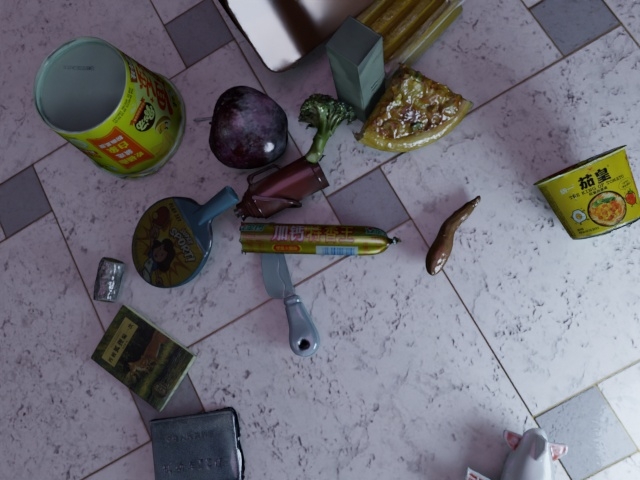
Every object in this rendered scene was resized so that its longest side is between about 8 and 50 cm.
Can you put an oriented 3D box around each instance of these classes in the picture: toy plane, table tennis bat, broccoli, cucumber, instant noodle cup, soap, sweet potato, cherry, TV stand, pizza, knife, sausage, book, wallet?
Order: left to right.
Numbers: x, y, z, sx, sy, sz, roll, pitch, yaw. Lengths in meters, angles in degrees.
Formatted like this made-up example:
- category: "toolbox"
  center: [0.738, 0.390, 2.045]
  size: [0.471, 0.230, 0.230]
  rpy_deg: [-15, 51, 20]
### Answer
- category: "cucumber"
  center: [-0.529, 0.100, 1.132]
  size: [0.064, 0.064, 0.112]
  rpy_deg: [12, 87, 10]
- category: "instant noodle cup"
  center: [-0.514, -0.323, 1.109]
  size: [0.310, 0.221, 0.312]
  rpy_deg: [-1, 82, 9]
- category: "book"
  center: [-0.433, 0.283, 1.111]
  size: [0.228, 0.024, 0.160]
  rpy_deg: [32, 90, 11]
- category: "table tennis bat"
  center: [-0.330, -0.019, 1.098]
  size: [0.329, 0.044, 0.215]
  rpy_deg: [-35, 76, 17]
- category: "wallet"
  center: [-0.285, 0.482, 1.053]
  size: [0.221, 0.036, 0.168]
  rpy_deg: [-10, 81, 8]
- category: "cherry"
  center: [-0.166, -0.261, 1.073]
  size: [0.194, 0.195, 0.195]
  rpy_deg: [-1, 82, 9]
- category: "knife"
  center: [-0.088, 0.115, 1.078]
  size: [0.080, 0.044, 0.332]
  rpy_deg: [-24, 74, 7]
- category: "sausage"
  center: [0.000, 0.000, 1.049]
  size: [0.370, 0.082, 0.082]
  rpy_deg: [1, 82, 5]
- category: "broccoli"
  center: [0.003, -0.252, 1.039]
  size: [0.122, 0.118, 0.204]
  rpy_deg: [26, 47, -18]
- category: "TV stand"
  center: [0.084, -0.360, 0.997]
  size: [0.088, 0.269, 0.083]
  rpy_deg: [39, 89, 12]
- category: "soap"
  center: [0.192, -0.520, 1.096]
  size: [0.274, 0.089, 0.173]
  rpy_deg: [-46, 76, 0]
- category: "pizza"
  center: [0.210, -0.302, 1.034]
  size: [0.291, 0.058, 0.197]
  rpy_deg: [-14, 114, -4]
- category: "sweet potato"
  center: [0.294, -0.016, 1.032]
  size: [0.050, 0.050, 0.214]
  rpy_deg: [30, 81, 11]
- category: "toy plane"
  center: [0.412, 0.499, 0.905]
  size: [0.251, 0.118, 0.253]
  rpy_deg: [-1, 84, 10]
- category: "instant noodle cup"
  center: [0.562, -0.092, 0.944]
  size: [0.182, 0.182, 0.144]
  rpy_deg: [-25, 89, 4]

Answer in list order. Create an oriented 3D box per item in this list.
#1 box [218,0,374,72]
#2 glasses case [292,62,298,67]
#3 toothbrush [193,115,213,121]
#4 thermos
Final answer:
- category: "box"
  center: [-0.074, -0.610, 1.047]
  size: [0.339, 0.239, 0.229]
  rpy_deg: [-37, 53, 3]
- category: "glasses case"
  center: [-0.095, -0.463, 1.166]
  size: [0.083, 0.021, 0.032]
  rpy_deg: [17, 86, 11]
- category: "toothbrush"
  center: [-0.267, -0.320, 1.177]
  size: [0.131, 0.013, 0.011]
  rpy_deg: [-6, 71, 9]
- category: "thermos"
  center: [-0.102, -0.120, 1.079]
  size: [0.231, 0.099, 0.124]
  rpy_deg: [-27, 83, 3]
